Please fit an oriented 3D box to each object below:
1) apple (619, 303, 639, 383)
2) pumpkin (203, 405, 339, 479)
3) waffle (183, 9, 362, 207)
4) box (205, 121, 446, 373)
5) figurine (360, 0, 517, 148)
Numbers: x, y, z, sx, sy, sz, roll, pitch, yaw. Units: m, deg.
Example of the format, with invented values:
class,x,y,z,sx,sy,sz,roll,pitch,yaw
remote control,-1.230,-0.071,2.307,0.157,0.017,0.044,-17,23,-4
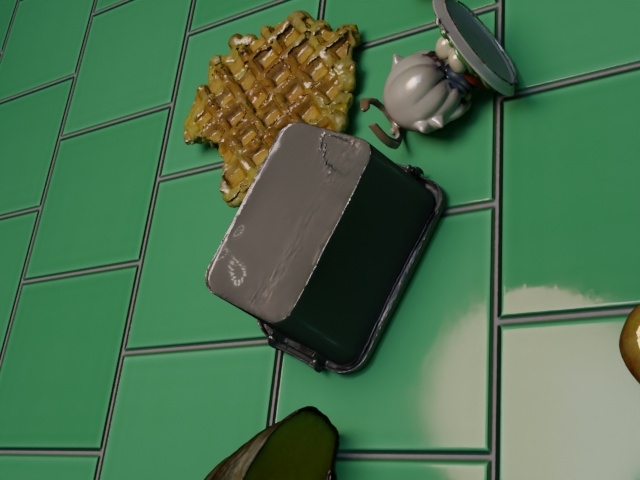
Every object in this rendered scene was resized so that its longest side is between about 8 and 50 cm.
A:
class,x,y,z,sx,sy,sz,roll,pitch,yaw
apple,0.276,0.082,0.622,0.084,0.071,0.084,-16,59,28
pumpkin,-0.098,0.298,0.714,0.148,0.169,0.312,-4,65,31
waffle,-0.069,-0.168,1.008,0.291,0.051,0.291,-15,61,29
box,0.000,0.000,0.819,0.163,0.135,0.243,23,81,40
figurine,0.111,-0.165,0.842,0.153,0.132,0.132,-38,50,29
